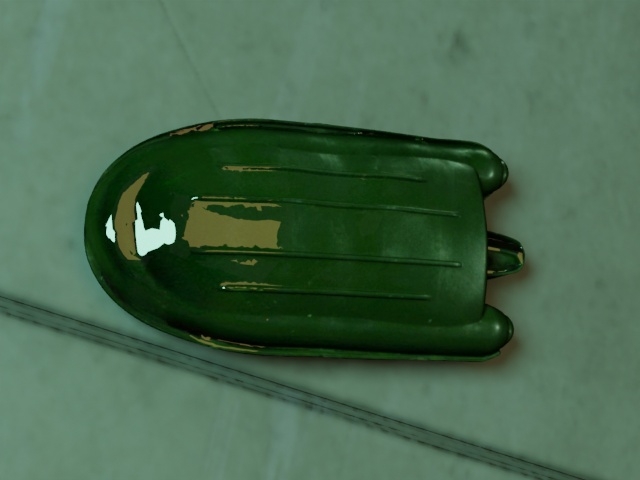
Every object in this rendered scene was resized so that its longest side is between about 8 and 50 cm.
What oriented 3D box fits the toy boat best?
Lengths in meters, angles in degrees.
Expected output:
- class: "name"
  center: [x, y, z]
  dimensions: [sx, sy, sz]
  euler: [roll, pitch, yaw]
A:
- class: "toy boat"
  center: [0.000, 0.000, 0.759]
  dimensions: [0.210, 0.052, 0.104]
  euler: [3, 82, -25]
